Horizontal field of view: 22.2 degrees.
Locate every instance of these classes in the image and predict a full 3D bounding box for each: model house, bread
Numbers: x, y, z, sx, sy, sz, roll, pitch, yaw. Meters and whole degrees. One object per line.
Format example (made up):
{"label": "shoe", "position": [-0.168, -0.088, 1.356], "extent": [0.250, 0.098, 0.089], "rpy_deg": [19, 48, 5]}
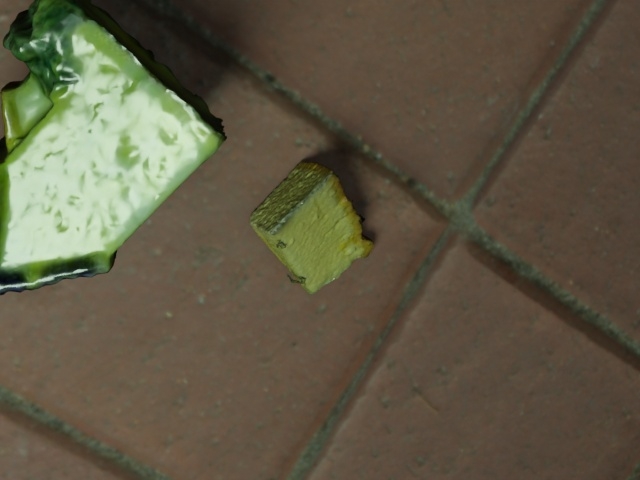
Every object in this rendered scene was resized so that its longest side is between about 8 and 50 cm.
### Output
{"label": "model house", "position": [-0.198, -0.064, 1.204], "extent": [0.170, 0.194, 0.211], "rpy_deg": [41, 95, -13]}
{"label": "bread", "position": [0.000, 0.000, 1.363], "extent": [0.084, 0.080, 0.109], "rpy_deg": [-42, 113, -8]}
